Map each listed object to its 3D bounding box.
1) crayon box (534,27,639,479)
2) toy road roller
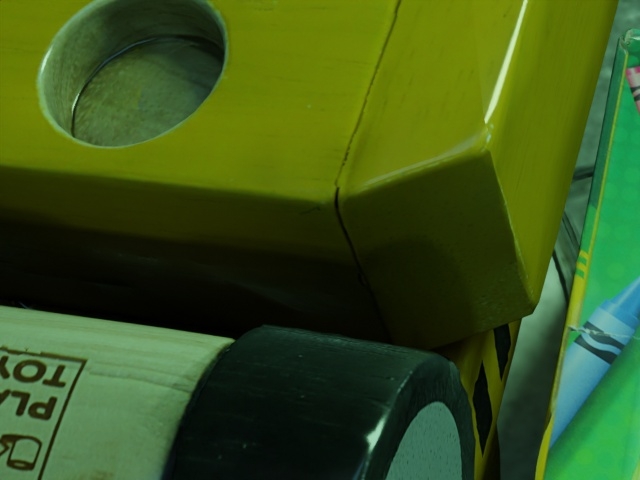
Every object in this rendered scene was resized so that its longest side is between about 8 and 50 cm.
[{"bbox_3d":[0.103,0.099,0.588,0.081,0.165,0.278,9,66,9],"label":"crayon box"},{"bbox_3d":[-0.026,0.018,0.591,0.202,0.240,0.329,7,63,21],"label":"toy road roller"}]
